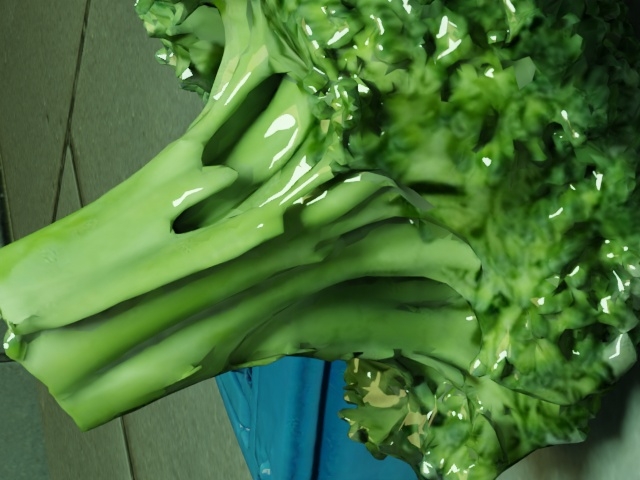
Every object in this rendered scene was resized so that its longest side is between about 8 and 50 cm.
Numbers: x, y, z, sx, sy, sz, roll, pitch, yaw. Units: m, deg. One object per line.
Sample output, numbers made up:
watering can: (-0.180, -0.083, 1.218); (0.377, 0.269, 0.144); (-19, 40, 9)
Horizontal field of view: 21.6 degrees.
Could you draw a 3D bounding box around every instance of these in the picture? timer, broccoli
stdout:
timer: (0.000, 0.000, 1.081); (0.309, 0.115, 0.340); (-118, 31, -59)
broccoli: (0.006, -0.041, 0.781); (0.249, 0.302, 0.375); (-92, -14, -46)
